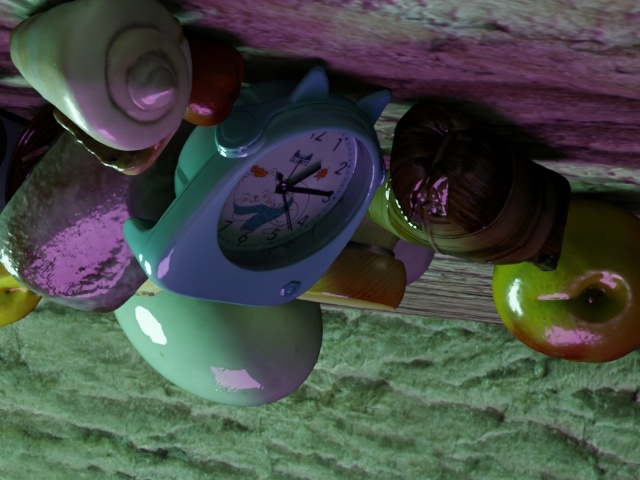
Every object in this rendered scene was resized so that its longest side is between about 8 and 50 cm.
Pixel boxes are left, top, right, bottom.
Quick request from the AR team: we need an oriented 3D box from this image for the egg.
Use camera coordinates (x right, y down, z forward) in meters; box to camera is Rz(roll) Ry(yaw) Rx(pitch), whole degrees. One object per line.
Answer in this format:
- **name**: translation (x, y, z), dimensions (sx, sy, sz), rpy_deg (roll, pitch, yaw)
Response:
- **egg**: translation (-0.163, 0.085, 2.058), dimensions (0.389, 0.276, 0.276), rpy_deg (39, -176, 22)

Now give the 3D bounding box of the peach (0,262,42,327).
- **peach**: translation (-0.591, -0.002, 2.138), dimensions (0.306, 0.242, 0.380), rpy_deg (-14, 156, 4)

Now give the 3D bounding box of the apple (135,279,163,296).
- **apple**: translation (-0.207, -0.038, 1.781), dimensions (0.293, 0.163, 0.251), rpy_deg (-2, 156, 28)

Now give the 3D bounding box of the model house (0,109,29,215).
- **model house**: translation (-0.466, -0.064, 1.682), dimensions (0.178, 0.206, 0.271), rpy_deg (3, 171, 24)

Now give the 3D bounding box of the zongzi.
- **zongzi**: translation (0.097, -0.065, 1.491), dimensions (0.288, 0.134, 0.286), rpy_deg (11, 169, 34)

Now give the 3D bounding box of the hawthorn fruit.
- **hawthorn fruit**: translation (-0.118, -0.150, 1.236), dimensions (0.093, 0.081, 0.081), rpy_deg (22, 173, 4)

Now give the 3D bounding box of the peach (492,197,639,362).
- **peach**: translation (0.329, 0.052, 1.729), dimensions (0.231, 0.231, 0.231), rpy_deg (7, 172, 1)

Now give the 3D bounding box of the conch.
- **conch**: translation (-0.184, -0.156, 1.177), dimensions (0.255, 0.127, 0.158), rpy_deg (37, 168, 48)

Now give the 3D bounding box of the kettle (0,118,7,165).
- **kettle**: translation (-0.472, -0.089, 1.450), dimensions (0.271, 0.251, 0.207), rpy_deg (1, 180, -12)

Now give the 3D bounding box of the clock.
- **clock**: translation (-0.046, -0.060, 1.354), dimensions (0.223, 0.274, 0.094), rpy_deg (13, -151, -48)

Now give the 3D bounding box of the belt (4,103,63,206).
- **belt**: translation (-0.275, -0.064, 1.579), dimensions (0.105, 0.184, 0.261), rpy_deg (13, 166, -35)

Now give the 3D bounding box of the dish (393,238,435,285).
- **dish**: translation (0.025, 0.039, 2.234), dimensions (0.324, 0.124, 0.324), rpy_deg (7, 171, 1)

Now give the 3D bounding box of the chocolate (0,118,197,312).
- **chocolate**: translation (-0.202, -0.038, 1.412), dimensions (0.185, 0.303, 0.100), rpy_deg (26, -154, -33)

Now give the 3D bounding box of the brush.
- **brush**: translation (0.000, 0.000, 1.841), dimensions (0.266, 0.166, 0.174), rpy_deg (1, 171, 38)
